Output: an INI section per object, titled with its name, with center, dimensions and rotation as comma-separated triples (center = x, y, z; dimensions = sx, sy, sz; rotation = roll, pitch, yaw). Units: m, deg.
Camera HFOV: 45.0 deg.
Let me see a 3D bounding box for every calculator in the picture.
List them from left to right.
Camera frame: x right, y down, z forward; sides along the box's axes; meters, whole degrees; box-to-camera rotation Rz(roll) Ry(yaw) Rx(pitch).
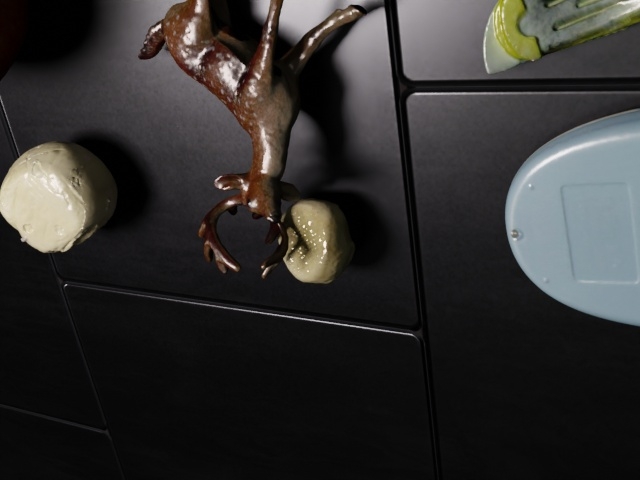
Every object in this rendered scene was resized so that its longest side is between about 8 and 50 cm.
[calculator]
center = 0.288, -0.013, 0.577
dimensions = 0.302, 0.042, 0.189
rotation = -1, 115, 34

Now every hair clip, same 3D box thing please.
[hair clip]
center = 0.197, -0.172, 0.542
dimensions = 0.188, 0.033, 0.060
rotation = -12, 108, 37

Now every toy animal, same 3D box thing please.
[toy animal]
center = -0.065, -0.124, 0.685
dimensions = 0.243, 0.087, 0.260
rotation = 53, 131, 24

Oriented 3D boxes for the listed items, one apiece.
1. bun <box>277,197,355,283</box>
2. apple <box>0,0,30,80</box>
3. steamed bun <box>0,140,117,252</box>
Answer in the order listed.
[bun]
center = 0.000, 0.000, 0.739
dimensions = 0.086, 0.054, 0.086
rotation = 7, 100, 48
[apple]
center = -0.424, -0.248, 0.704
dimensions = 0.316, 0.288, 0.288
rotation = 12, 123, 35
[steamed bun]
center = -0.282, -0.053, 0.847
dimensions = 0.130, 0.091, 0.112
rotation = -32, 103, 35
